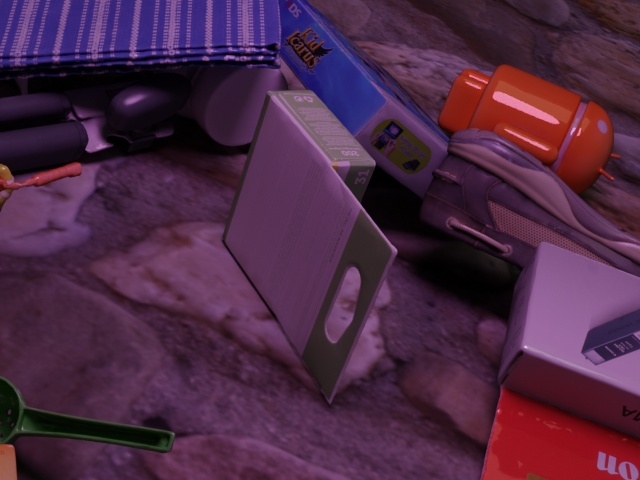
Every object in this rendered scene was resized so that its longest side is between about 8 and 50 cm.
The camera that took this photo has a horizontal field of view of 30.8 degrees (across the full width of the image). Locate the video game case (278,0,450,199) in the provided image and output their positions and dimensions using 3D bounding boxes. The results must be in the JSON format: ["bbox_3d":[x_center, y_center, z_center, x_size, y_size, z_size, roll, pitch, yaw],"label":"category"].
[{"bbox_3d":[0.061,-0.146,1.267,0.244,0.061,0.269,34,15,-46],"label":"video game case"}]

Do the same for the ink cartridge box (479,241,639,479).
[{"bbox_3d":[0.296,0.157,0.983,0.296,0.066,0.261,21,47,0],"label":"ink cartridge box"}]

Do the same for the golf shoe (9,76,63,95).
[{"bbox_3d":[-0.326,-0.193,1.234,0.094,0.077,0.198,-13,41,-9],"label":"golf shoe"}]

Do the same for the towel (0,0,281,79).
[{"bbox_3d":[-0.211,-0.237,1.200,0.336,0.040,0.243,-3,40,-4],"label":"towel"}]

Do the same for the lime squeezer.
[{"bbox_3d":[-0.260,0.109,0.775,0.310,0.058,0.110,18,-6,-15],"label":"lime squeezer"}]

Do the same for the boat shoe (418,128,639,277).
[{"bbox_3d":[0.250,0.032,1.153,0.355,0.130,0.132,36,4,1],"label":"boat shoe"}]

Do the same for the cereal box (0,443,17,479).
[{"bbox_3d":[-0.257,0.216,0.663,0.173,0.047,0.240,5,35,-23],"label":"cereal box"}]

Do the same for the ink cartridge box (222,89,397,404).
[{"bbox_3d":[0.000,0.000,1.015,0.056,0.171,0.235,-4,40,-34],"label":"ink cartridge box"}]

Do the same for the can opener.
[{"bbox_3d":[-0.251,-0.124,1.122,0.283,0.095,0.076,-16,68,-44],"label":"can opener"}]

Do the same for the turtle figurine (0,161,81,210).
[{"bbox_3d":[-0.334,-0.004,0.910,0.217,0.087,0.269,24,49,24],"label":"turtle figurine"}]

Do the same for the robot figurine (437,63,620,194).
[{"bbox_3d":[0.255,-0.131,1.396,0.219,0.158,0.128,25,74,8],"label":"robot figurine"}]

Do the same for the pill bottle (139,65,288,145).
[{"bbox_3d":[-0.136,-0.209,1.290,0.131,0.131,0.229,-7,41,-36],"label":"pill bottle"}]
